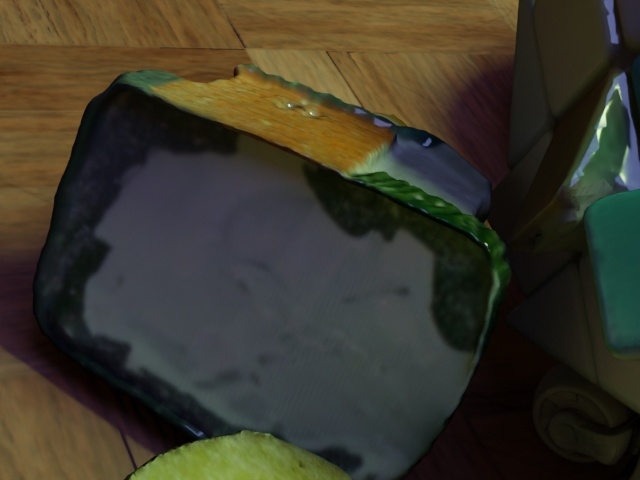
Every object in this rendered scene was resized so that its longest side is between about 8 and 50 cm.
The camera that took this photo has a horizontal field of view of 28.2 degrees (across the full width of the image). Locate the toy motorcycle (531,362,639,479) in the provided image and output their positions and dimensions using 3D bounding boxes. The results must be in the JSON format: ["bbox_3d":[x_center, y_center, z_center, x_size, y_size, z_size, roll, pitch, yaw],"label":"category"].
[{"bbox_3d":[0.259,0.158,0.849,0.254,0.112,0.112,36,40,15],"label":"toy motorcycle"}]

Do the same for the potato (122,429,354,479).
[{"bbox_3d":[-0.038,0.225,0.606,0.239,0.116,0.299,46,25,6],"label":"potato"}]

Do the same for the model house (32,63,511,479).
[{"bbox_3d":[0.000,0.000,0.865,0.271,0.190,0.301,23,21,11],"label":"model house"}]

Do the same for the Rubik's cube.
[{"bbox_3d":[0.290,-0.058,0.788,0.358,0.368,0.387,1,69,-15],"label":"Rubik's cube"}]
